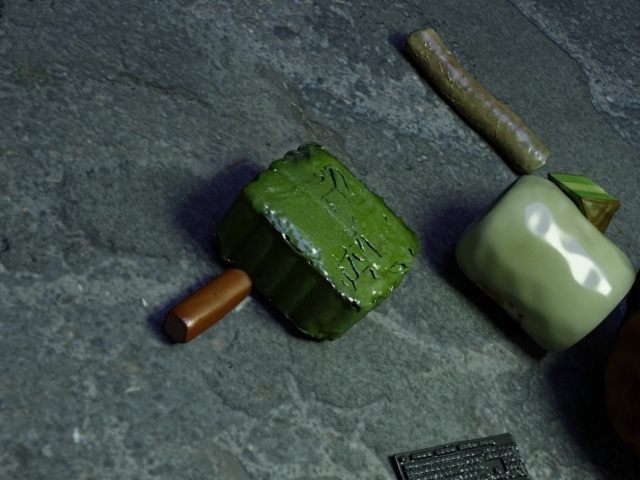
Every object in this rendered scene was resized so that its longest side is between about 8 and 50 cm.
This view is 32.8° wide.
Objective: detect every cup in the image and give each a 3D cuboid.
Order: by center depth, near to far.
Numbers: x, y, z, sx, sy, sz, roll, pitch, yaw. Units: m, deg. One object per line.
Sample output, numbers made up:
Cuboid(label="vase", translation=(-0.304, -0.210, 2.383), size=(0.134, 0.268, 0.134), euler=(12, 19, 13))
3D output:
Cuboid(label="cup", translation=(0.320, 0.008, 1.505), size=(0.202, 0.173, 0.255), euler=(45, 42, 2))

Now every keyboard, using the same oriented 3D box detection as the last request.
Cuboid(label="keyboard", translation=(0.173, 0.273, 1.291), size=(0.196, 0.015, 0.074), euler=(-1, 56, -36))

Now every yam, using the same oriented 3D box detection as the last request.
Cuboid(label="yam", translation=(0.248, -0.223, 1.733), size=(0.300, 0.066, 0.066), euler=(47, 42, 6))

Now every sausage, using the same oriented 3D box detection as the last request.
Cuboid(label="sausage", translation=(-0.124, 0.071, 1.225), size=(0.039, 0.041, 0.131), euler=(28, 38, 19))

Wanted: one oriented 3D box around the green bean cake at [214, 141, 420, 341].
Cuboid(label="green bean cake", translation=(0.000, 0.000, 1.324), size=(0.214, 0.113, 0.200), euler=(45, 39, 4))

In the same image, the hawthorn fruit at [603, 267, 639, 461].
Cuboid(label="hawthorn fruit", translation=(0.590, 0.184, 1.392), size=(0.471, 0.472, 0.472), euler=(20, 46, -22))

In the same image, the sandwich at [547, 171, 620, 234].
Cuboid(label="sandwich", translation=(0.351, -0.044, 1.516), size=(0.116, 0.074, 0.074), euler=(2, 34, -48))
